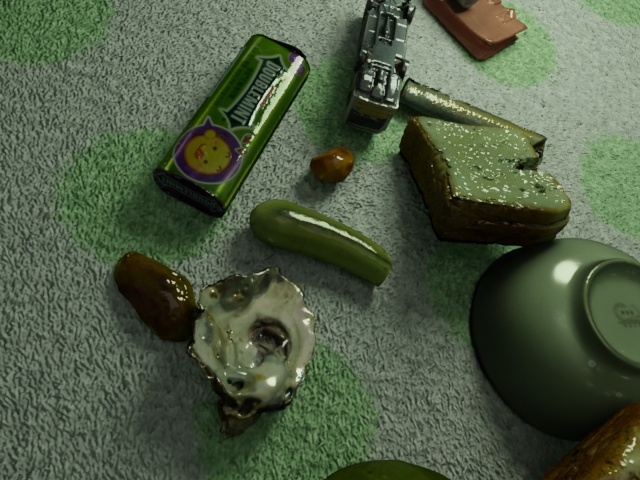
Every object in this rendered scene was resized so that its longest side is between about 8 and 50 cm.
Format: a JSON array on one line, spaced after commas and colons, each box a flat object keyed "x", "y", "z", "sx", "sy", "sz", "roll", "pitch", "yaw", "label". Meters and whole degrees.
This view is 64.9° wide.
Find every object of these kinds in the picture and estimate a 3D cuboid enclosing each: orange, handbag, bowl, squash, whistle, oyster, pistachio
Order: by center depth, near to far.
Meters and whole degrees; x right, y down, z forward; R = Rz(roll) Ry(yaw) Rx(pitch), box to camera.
[{"x": -0.098, "y": 0.151, "z": 0.757, "sx": 0.223, "sy": 0.083, "sz": 0.214, "roll": -22, "pitch": 82, "yaw": -39, "label": "oyster"}, {"x": -0.247, "y": 0.076, "z": 0.769, "sx": 0.089, "sy": 0.049, "sz": 0.173, "roll": -39, "pitch": 81, "yaw": -25, "label": "pistachio"}, {"x": 0.451, "y": 0.141, "z": 0.832, "sx": 0.354, "sy": 0.185, "sz": 0.353, "roll": 5, "pitch": 66, "yaw": -11, "label": "bowl"}, {"x": 0.000, "y": 0.000, "z": 0.847, "sx": 0.250, "sy": 0.083, "sz": 0.083, "roll": 23, "pitch": 64, "yaw": -7, "label": "squash"}, {"x": 0.024, "y": -0.134, "z": 0.909, "sx": 0.086, "sy": 0.086, "sz": 0.062, "roll": -31, "pitch": 101, "yaw": -23, "label": "orange"}, {"x": 0.312, "y": -0.241, "z": 1.031, "sx": 0.326, "sy": 0.057, "sz": 0.068, "roll": 24, "pitch": 65, "yaw": -3, "label": "whistle"}, {"x": 0.357, "y": -0.529, "z": 1.162, "sx": 0.157, "sy": 0.059, "sz": 0.212, "roll": -33, "pitch": 78, "yaw": -23, "label": "handbag"}]

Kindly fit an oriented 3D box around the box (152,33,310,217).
[{"x": -0.145, "y": -0.214, "z": 0.889, "sx": 0.134, "sy": 0.097, "sz": 0.345, "roll": 27, "pitch": 64, "yaw": 0, "label": "box"}]

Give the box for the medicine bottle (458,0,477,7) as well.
[{"x": 0.282, "y": -0.607, "z": 1.118, "sx": 0.058, "sy": 0.057, "sz": 0.199, "roll": -26, "pitch": 74, "yaw": -22, "label": "medicine bottle"}]

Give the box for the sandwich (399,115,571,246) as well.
[{"x": 0.292, "y": -0.107, "z": 0.898, "sx": 0.249, "sy": 0.095, "sz": 0.273, "roll": 4, "pitch": 43, "yaw": -12, "label": "sandwich"}]

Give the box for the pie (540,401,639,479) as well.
[{"x": 0.358, "y": 0.338, "z": 0.673, "sx": 0.315, "sy": 0.315, "sz": 0.092, "roll": -31, "pitch": 58, "yaw": -23, "label": "pie"}]

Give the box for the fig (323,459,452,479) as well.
[{"x": 0.111, "y": 0.409, "z": 0.567, "sx": 0.316, "sy": 0.316, "sz": 0.316, "roll": 5, "pitch": 67, "yaw": -11, "label": "fig"}]

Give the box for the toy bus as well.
[{"x": 0.113, "y": -0.371, "z": 0.994, "sx": 0.097, "sy": 0.138, "sz": 0.342, "roll": 15, "pitch": 64, "yaw": -8, "label": "toy bus"}]
